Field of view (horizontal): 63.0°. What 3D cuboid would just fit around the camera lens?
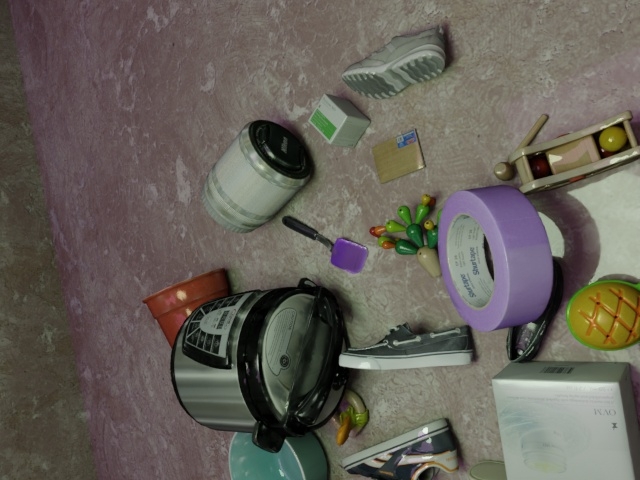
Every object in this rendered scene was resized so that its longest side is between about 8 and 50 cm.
[{"bbox_3d":[-0.176,-0.175,1.437,0.274,0.219,0.219,-41,68,35],"label":"camera lens"}]

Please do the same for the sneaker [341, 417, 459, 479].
[{"bbox_3d":[0.186,0.540,1.262,0.321,0.126,0.128,-36,66,35],"label":"sneaker"}]

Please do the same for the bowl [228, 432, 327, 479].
[{"bbox_3d":[-0.100,0.646,1.490,0.311,0.163,0.312,5,98,41],"label":"bowl"}]

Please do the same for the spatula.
[{"bbox_3d":[0.000,0.000,1.429,0.296,0.030,0.084,30,115,34],"label":"spatula"}]

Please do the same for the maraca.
[{"bbox_3d":[0.543,0.130,0.944,0.185,0.099,0.127,-16,85,14],"label":"maraca"}]

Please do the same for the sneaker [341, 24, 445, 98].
[{"bbox_3d":[0.174,-0.414,1.221,0.281,0.105,0.115,-1,64,42],"label":"sneaker"}]

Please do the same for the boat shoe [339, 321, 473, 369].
[{"bbox_3d":[0.189,0.238,1.189,0.301,0.108,0.102,-6,80,12],"label":"boat shoe"}]

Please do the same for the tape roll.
[{"bbox_3d":[0.327,0.034,1.015,0.275,0.090,0.275,172,90,-79],"label":"tape roll"}]

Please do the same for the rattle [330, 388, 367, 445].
[{"bbox_3d":[0.016,0.450,1.394,0.199,0.142,0.130,40,136,24],"label":"rattle"}]

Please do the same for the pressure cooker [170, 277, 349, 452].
[{"bbox_3d":[-0.123,0.301,1.337,0.420,0.375,0.370,-11,92,38],"label":"pressure cooker"}]

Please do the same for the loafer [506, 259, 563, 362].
[{"bbox_3d":[0.428,0.145,1.050,0.076,0.078,0.223,22,108,36],"label":"loafer"}]

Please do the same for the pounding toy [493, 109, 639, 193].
[{"bbox_3d":[0.431,-0.177,0.967,0.269,0.154,0.155,-22,80,39],"label":"pounding toy"}]

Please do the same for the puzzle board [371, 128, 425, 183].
[{"bbox_3d":[0.188,-0.201,1.265,0.128,0.011,0.097,-18,81,39],"label":"puzzle board"}]

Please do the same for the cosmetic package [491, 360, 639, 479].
[{"bbox_3d":[0.470,0.357,0.992,0.224,0.138,0.225,-10,89,37],"label":"cosmetic package"}]

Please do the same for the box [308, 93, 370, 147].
[{"bbox_3d":[0.047,-0.299,1.314,0.101,0.102,0.087,50,121,26],"label":"box"}]

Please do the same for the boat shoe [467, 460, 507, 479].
[{"bbox_3d":[0.459,0.529,1.051,0.335,0.112,0.096,-7,103,45],"label":"boat shoe"}]

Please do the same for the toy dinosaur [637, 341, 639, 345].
[{"bbox_3d":[0.600,0.055,0.814,0.160,0.313,0.121,90,157,-57],"label":"toy dinosaur"}]

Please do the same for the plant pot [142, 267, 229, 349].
[{"bbox_3d":[-0.377,0.259,1.640,0.272,0.272,0.265,-27,85,39],"label":"plant pot"}]

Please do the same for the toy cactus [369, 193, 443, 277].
[{"bbox_3d":[0.228,-0.002,1.209,0.219,0.112,0.181,-27,96,36],"label":"toy cactus"}]
